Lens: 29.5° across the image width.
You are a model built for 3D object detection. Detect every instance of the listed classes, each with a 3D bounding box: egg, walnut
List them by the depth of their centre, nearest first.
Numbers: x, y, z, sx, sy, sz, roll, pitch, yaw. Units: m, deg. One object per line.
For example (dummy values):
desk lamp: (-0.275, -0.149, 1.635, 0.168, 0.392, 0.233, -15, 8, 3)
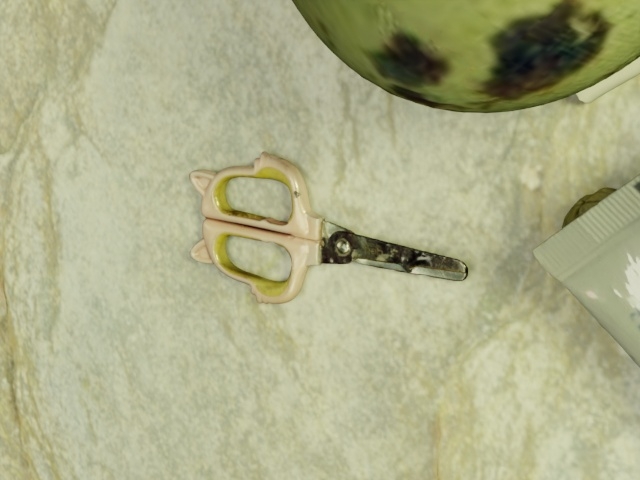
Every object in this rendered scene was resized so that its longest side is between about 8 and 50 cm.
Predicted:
egg: (0.141, -0.297, 0.847, 0.345, 0.345, 0.428, 33, 105, 21)
walnut: (0.242, 0.002, 1.017, 0.092, 0.092, 0.092, 9, 107, 30)

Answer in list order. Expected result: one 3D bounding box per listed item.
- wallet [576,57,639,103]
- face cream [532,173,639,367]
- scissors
wallet: (0.254, -0.167, 0.998, 0.122, 0.025, 0.061, -32, 78, 34)
face cream: (0.365, 0.119, 0.911, 0.420, 0.137, 0.235, 51, 135, 2)
scissors: (0.000, 0.000, 1.201, 0.317, 0.024, 0.160, 11, 108, 29)
